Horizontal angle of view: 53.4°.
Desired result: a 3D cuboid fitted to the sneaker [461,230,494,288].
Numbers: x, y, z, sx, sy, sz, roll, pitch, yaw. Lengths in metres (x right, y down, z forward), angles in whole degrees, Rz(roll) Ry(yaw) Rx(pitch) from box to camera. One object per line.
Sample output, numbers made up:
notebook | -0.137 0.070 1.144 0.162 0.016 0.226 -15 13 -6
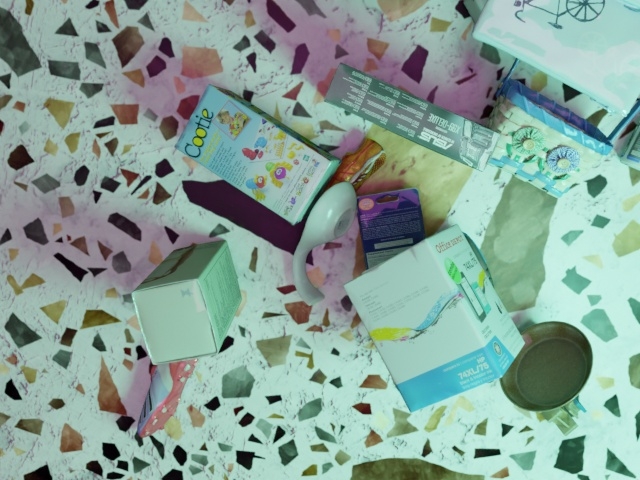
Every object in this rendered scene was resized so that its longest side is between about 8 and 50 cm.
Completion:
sneaker | 0.286 0.152 1.332 0.139 0.125 0.341 -9 102 -1

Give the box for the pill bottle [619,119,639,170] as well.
pill bottle | 0.662 -0.205 1.263 0.078 0.078 0.137 22 103 -3

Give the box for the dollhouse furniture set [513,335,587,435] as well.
dollhouse furniture set | 0.502 0.302 1.378 0.129 0.129 0.183 -44 122 10

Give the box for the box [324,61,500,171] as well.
box | 0.162 -0.234 1.196 0.307 0.242 0.077 23 103 -4

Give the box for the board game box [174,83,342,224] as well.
board game box | -0.117 -0.170 1.253 0.275 0.142 0.144 33 102 4

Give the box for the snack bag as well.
snack bag | 0.457 -0.424 1.052 0.323 0.037 0.343 29 106 0

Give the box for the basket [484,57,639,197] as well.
basket | 0.452 -0.244 1.200 0.254 0.201 0.289 25 112 -2

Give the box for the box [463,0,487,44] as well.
box | 0.341 -0.440 1.212 0.087 0.102 0.101 -31 100 7

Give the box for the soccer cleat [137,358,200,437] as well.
soccer cleat | -0.358 0.334 1.439 0.095 0.083 0.248 38 109 24

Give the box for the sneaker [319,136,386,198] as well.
sneaker | 0.060 -0.141 1.322 0.175 0.064 0.067 -41 64 15

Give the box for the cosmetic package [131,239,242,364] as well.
cosmetic package | -0.253 0.111 1.262 0.129 0.296 0.153 -11 102 4

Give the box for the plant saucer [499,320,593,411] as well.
plant saucer | 0.454 0.256 1.273 0.198 0.199 0.036 -42 122 10

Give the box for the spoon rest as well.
spoon rest | 0.000 0.000 1.319 0.084 0.137 0.276 32 120 26

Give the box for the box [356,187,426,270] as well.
box | 0.156 0.004 1.353 0.136 0.036 0.225 -9 104 4

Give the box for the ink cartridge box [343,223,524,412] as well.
ink cartridge box | 0.216 0.140 1.206 0.197 0.198 0.270 -32 84 30
